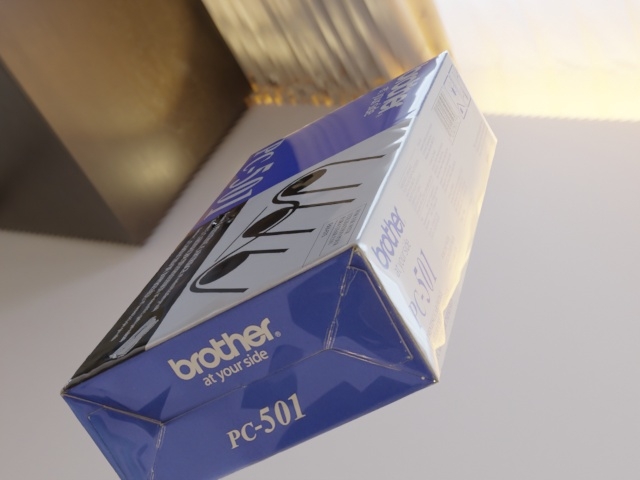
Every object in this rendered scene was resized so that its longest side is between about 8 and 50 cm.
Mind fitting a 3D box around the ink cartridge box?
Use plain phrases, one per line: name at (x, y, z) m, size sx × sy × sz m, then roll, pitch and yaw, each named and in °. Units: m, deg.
ink cartridge box at (0.000, 0.000, 0.420) m, size 0.097 × 0.046 × 0.207 m, roll -27°, pitch -166°, yaw 20°
